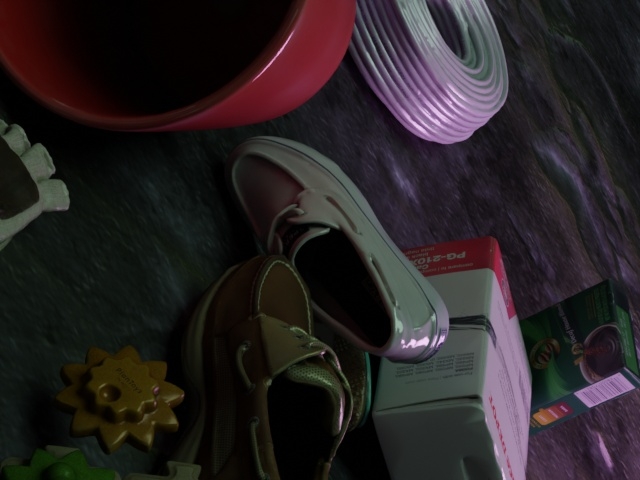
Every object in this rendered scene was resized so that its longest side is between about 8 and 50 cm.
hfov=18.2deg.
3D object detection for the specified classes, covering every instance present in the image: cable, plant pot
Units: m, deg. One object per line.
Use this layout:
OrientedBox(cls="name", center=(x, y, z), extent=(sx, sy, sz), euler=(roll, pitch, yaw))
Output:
OrientedBox(cls="cable", center=(0.107, -0.226, 2.154), extent=(0.257, 0.089, 0.257), euler=(52, 27, -26))
OrientedBox(cls="plant pot", center=(-0.097, -0.202, 1.541), extent=(0.275, 0.275, 0.243), euler=(69, 14, 10))

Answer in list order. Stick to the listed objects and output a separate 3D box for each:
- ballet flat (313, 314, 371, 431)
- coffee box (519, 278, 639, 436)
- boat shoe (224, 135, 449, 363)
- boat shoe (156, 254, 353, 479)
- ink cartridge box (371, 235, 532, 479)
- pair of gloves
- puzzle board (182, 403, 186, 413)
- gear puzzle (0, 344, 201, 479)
OrientedBox(cls="ballet flat", center=(-0.002, 0.070, 1.696), extent=(0.067, 0.073, 0.206), euler=(15, 44, -24))
OrientedBox(cls="coffee box", center=(0.215, 0.123, 1.917), extent=(0.040, 0.184, 0.113), euler=(39, 35, -38))
OrientedBox(cls="boat shoe", center=(0.000, 0.000, 1.636), extent=(0.258, 0.095, 0.084), euler=(42, 18, 28))
OrientedBox(cls="boat shoe", center=(-0.031, 0.127, 1.464), extent=(0.122, 0.120, 0.324), euler=(49, 28, -29))
OrientedBox(cls="ink cartridge box", center=(0.120, 0.136, 1.757), extent=(0.237, 0.100, 0.172), euler=(-78, 155, -55))
OrientedBox(cls="pair of gloves", center=(-0.270, -0.098, 1.329), extent=(0.240, 0.042, 0.204), euler=(62, 24, -2))
OrientedBox(cls="puzzle board", center=(-0.056, 0.155, 1.548), extent=(0.128, 0.011, 0.096), euler=(58, 25, -15))
OrientedBox(cls="gear puzzle", center=(-0.119, 0.191, 1.226), extent=(0.175, 0.044, 0.339), euler=(9, 45, -9))
